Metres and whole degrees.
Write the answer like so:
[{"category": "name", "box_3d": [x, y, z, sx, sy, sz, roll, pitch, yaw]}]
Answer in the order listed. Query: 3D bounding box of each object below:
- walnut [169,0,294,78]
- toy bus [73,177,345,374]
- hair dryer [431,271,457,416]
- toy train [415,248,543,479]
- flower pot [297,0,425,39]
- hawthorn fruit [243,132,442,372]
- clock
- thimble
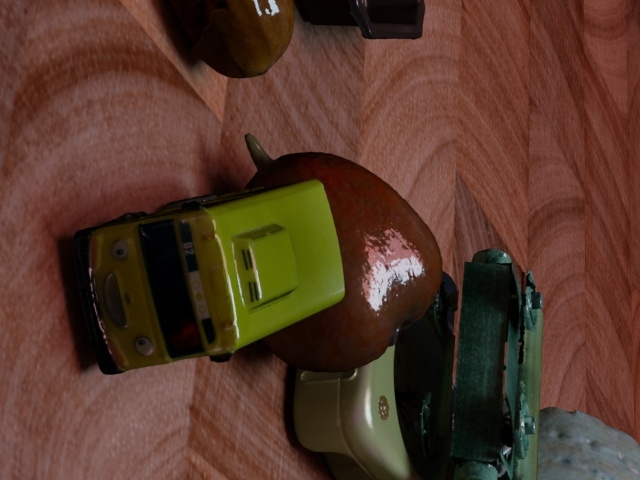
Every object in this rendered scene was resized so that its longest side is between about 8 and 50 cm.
[{"category": "walnut", "box_3d": [-0.088, -0.242, 1.614, 0.116, 0.115, 0.207, -68, 149, -52]}, {"category": "toy bus", "box_3d": [-0.086, 0.024, 1.476, 0.262, 0.150, 0.128, -21, 100, -68]}, {"category": "hair dryer", "box_3d": [0.140, 0.144, 2.124, 0.219, 0.071, 0.124, 69, 24, -45]}, {"category": "toy train", "box_3d": [0.173, 0.159, 1.885, 0.189, 0.126, 0.307, 81, 12, -50]}, {"category": "flower pot", "box_3d": [0.037, -0.309, 1.991, 0.251, 0.084, 0.179, -16, 97, -69]}, {"category": "hawthorn fruit", "box_3d": [0.000, 0.000, 1.673, 0.251, 0.199, 0.199, 59, 28, -19]}, {"category": "clock", "box_3d": [0.070, 0.174, 1.886, 0.308, 0.096, 0.235, 56, 32, -48]}, {"category": "thimble", "box_3d": [0.253, 0.339, 2.026, 0.195, 0.291, 0.291, -70, 145, -43]}]
